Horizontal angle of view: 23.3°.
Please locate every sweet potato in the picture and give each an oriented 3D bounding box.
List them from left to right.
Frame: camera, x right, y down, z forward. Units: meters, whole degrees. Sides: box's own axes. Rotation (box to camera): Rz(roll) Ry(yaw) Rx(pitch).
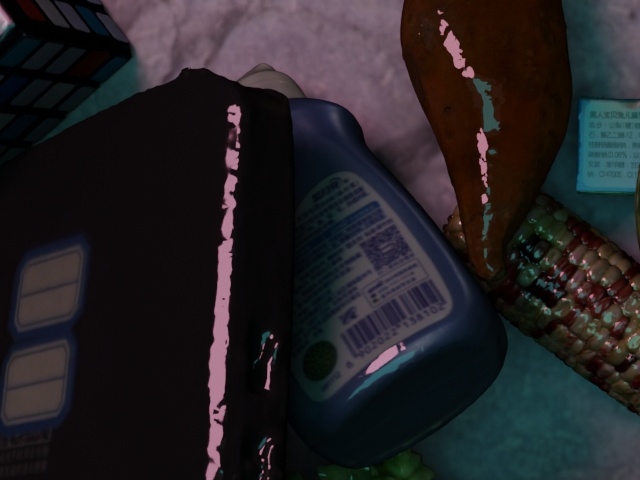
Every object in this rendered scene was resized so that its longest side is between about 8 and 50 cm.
[{"bbox_3d":[0.105,-0.144,1.000,0.112,0.112,0.359,-7,70,16],"label":"sweet potato"}]

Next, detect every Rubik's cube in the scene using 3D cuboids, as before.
[{"bbox_3d":[-0.274,-0.149,1.068,0.184,0.187,0.182,-39,83,13],"label":"Rubik's cube"}]

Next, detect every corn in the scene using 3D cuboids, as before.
[{"bbox_3d":[0.189,0.053,1.003,0.253,0.086,0.086,39,102,9],"label":"corn"}]

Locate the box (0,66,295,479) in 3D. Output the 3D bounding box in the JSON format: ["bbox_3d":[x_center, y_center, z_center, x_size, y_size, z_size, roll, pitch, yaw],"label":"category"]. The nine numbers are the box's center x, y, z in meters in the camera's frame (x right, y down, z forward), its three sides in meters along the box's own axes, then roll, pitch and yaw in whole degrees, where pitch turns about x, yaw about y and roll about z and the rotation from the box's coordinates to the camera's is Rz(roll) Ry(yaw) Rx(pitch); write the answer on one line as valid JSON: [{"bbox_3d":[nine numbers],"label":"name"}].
[{"bbox_3d":[-0.143,0.093,0.977,0.359,0.091,0.350,-20,62,48],"label":"box"}]

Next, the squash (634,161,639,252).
[{"bbox_3d":[0.293,-0.027,0.899,0.220,0.133,0.220,1,94,10],"label":"squash"}]

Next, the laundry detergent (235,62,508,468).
[{"bbox_3d":[0.000,0.000,1.004,0.143,0.094,0.290,-37,51,9],"label":"laundry detergent"}]

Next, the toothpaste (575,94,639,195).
[{"bbox_3d":[0.298,-0.059,0.983,0.266,0.050,0.065,1,95,16],"label":"toothpaste"}]

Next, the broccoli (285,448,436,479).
[{"bbox_3d":[0.058,0.275,0.966,0.338,0.317,0.277,36,76,-13],"label":"broccoli"}]
